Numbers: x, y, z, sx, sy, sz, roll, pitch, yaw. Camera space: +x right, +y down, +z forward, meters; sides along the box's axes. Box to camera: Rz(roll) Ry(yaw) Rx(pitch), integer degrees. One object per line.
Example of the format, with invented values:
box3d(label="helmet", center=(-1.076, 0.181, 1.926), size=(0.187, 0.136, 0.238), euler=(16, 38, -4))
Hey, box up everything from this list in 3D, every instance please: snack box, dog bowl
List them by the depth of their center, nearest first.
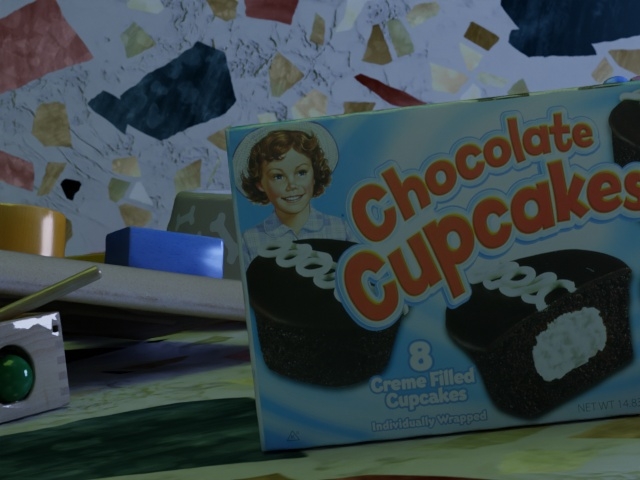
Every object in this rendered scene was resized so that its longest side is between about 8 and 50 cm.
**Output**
box3d(label="snack box", center=(0.116, 0.009, 1.038), size=(0.322, 0.187, 0.060), euler=(-7, 3, 4))
box3d(label="dog bowl", center=(0.000, 0.000, 1.913), size=(0.348, 0.102, 0.349), euler=(2, 3, 0))

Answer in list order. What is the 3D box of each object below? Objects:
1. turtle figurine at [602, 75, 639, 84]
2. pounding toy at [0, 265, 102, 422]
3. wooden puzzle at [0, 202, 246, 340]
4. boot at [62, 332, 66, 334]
box3d(label="turtle figurine", center=(0.395, -0.032, 2.038), size=(0.266, 0.275, 0.198), euler=(17, -10, 25))
box3d(label="pounding toy", center=(-0.246, 0.079, 1.326), size=(0.141, 0.100, 0.130), euler=(-4, 4, 36))
box3d(label="wooden puzzle", center=(-0.228, 0.029, 1.583), size=(0.322, 0.081, 0.348), euler=(9, -9, -32))
box3d(label="boot", center=(-0.225, 0.074, 1.903), size=(0.106, 0.082, 0.219), euler=(18, -12, -16))
